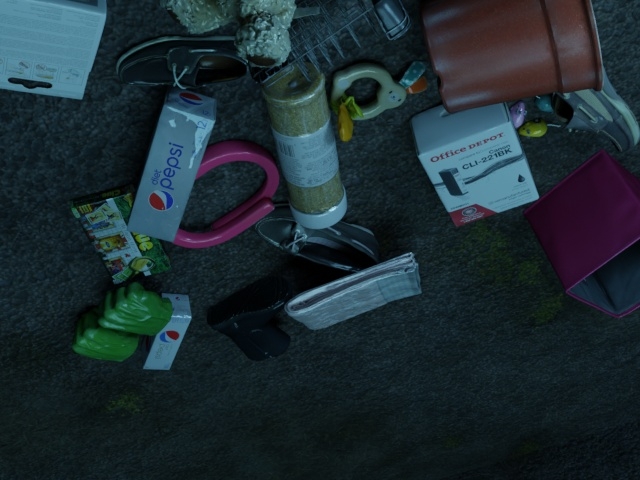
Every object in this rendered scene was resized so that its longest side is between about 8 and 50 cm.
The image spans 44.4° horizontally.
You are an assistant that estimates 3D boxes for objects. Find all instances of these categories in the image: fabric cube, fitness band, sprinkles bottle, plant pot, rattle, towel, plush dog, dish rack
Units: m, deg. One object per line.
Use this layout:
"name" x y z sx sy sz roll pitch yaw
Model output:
"fabric cube" 0.698 -0.009 1.890 0.259 0.258 0.254 23 124 -38
"fitness band" -0.218 -0.094 1.628 0.291 0.054 0.209 -33 135 16
"sprinkles bottle" -0.026 -0.177 1.544 0.121 0.121 0.355 -15 140 -3
"plant pot" 0.324 -0.354 1.370 0.265 0.272 0.272 -15 141 14
"rattle" 0.123 -0.266 1.492 0.200 0.142 0.130 -1 119 -9
"towel" 0.090 0.135 1.895 0.317 0.053 0.332 -21 164 4
"plush dog" -0.123 -0.423 1.188 0.210 0.262 0.225 -48 153 -15
"dish rack" 0.002 -0.350 1.304 0.271 0.208 0.074 -30 126 15

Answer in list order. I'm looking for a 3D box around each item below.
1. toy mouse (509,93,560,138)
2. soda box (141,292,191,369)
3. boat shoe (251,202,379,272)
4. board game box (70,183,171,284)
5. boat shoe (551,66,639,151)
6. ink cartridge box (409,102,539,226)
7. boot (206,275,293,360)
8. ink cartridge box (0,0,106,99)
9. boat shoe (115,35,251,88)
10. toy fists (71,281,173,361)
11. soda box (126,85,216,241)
"toy mouse" 0.454 -0.272 1.678 0.161 0.031 0.143 -13 140 -5
"soda box" -0.377 0.224 1.909 0.069 0.074 0.216 7 134 -26
"boat shoe" 0.000 0.000 1.773 0.335 0.095 0.112 14 130 -32
"board game box" -0.418 -0.008 1.668 0.136 0.030 0.259 -17 140 -4
"boat shoe" 0.539 -0.295 1.618 0.130 0.132 0.355 -34 128 20
"ink cartridge box" 0.329 -0.173 1.665 0.197 0.114 0.273 -20 140 17
"boot" -0.130 0.200 1.951 0.246 0.094 0.207 -26 136 20
"ink cartridge box" -0.466 -0.332 1.285 0.189 0.066 0.232 5 156 -25
"boat shoe" -0.237 -0.303 1.363 0.233 0.079 0.084 -8 141 -9
"toy fists" -0.471 0.189 1.814 0.142 0.096 0.279 17 139 -41
"soda box" -0.282 -0.140 1.475 0.098 0.091 0.286 15 123 -15
